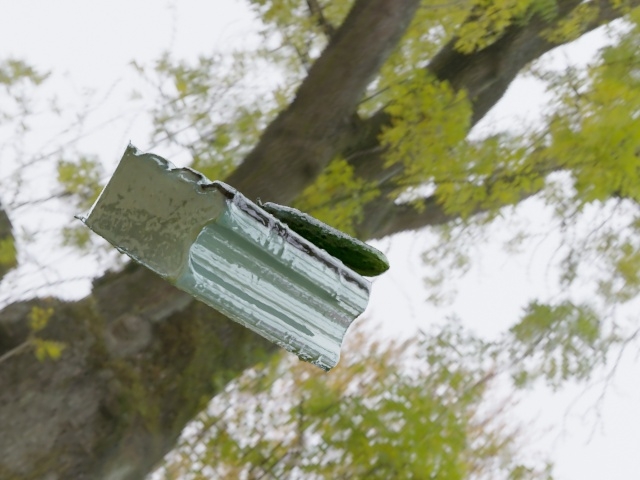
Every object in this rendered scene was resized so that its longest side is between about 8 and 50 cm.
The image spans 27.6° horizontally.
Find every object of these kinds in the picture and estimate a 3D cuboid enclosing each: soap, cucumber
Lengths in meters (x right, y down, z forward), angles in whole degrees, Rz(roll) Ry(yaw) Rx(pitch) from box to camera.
[{"bbox_3d":[-0.077,0.017,1.105,0.150,0.261,0.094,25,-96,38],"label":"soap"},{"bbox_3d":[0.000,0.000,1.249,0.155,0.037,0.037,26,-57,21],"label":"cucumber"}]
